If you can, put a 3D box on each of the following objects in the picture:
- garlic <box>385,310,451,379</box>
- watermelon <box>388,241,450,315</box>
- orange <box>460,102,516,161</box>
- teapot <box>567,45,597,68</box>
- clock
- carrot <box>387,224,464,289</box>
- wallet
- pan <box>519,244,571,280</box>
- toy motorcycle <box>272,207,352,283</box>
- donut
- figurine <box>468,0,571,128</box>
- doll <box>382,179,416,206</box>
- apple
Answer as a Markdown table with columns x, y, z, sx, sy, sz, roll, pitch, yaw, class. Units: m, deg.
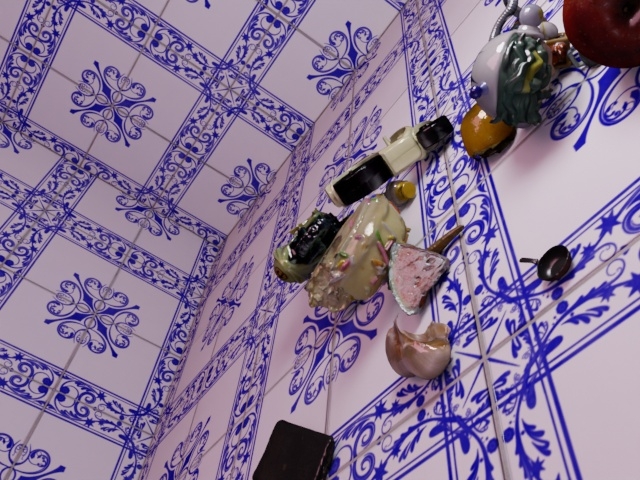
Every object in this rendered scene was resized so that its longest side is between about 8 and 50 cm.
| x | y | z | sx | sy | sz | roll | pitch | yaw | class |
| --- | --- | --- | --- | --- | --- | --- | --- | --- | --- |
| 0.189 | 0.213 | 1.233 | 0.174 | 0.099 | 0.124 | -176 | 102 | -71 | garlic |
| 0.230 | 0.081 | 1.407 | 0.139 | 0.071 | 0.187 | -21 | 58 | 25 | watermelon |
| 0.393 | -0.273 | 1.492 | 0.160 | 0.112 | 0.170 | -54 | 29 | 14 | orange |
| 0.557 | -0.397 | 1.307 | 0.088 | 0.057 | 0.066 | -34 | 28 | 53 | teapot |
| 0.191 | -0.231 | 1.828 | 0.379 | 0.120 | 0.276 | -33 | 8 | -7 | clock |
| 0.243 | 0.041 | 1.467 | 0.254 | 0.049 | 0.049 | -44 | 22 | 32 | carrot |
| -0.063 | 0.528 | 1.490 | 0.321 | 0.044 | 0.171 | -15 | 47 | 62 | wallet |
| 0.387 | 0.040 | 1.078 | 0.068 | 0.023 | 0.115 | -62 | 20 | -8 | pan |
| -0.011 | 0.017 | 1.907 | 0.237 | 0.169 | 0.410 | -45 | -9 | 17 | toy motorcycle |
| 0.100 | 0.038 | 1.615 | 0.307 | 0.150 | 0.371 | -60 | 4 | -20 | donut |
| 0.443 | -0.380 | 1.370 | 0.186 | 0.261 | 0.382 | -4 | 30 | 33 | figurine |
| 0.228 | -0.141 | 1.804 | 0.084 | 0.073 | 0.127 | -29 | 9 | -24 | doll |
| 0.544 | -0.420 | 1.116 | 0.218 | 0.218 | 0.201 | -45 | -4 | 39 | apple |
